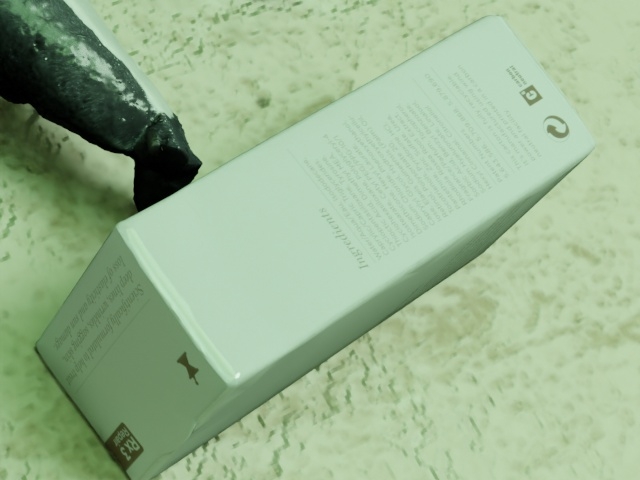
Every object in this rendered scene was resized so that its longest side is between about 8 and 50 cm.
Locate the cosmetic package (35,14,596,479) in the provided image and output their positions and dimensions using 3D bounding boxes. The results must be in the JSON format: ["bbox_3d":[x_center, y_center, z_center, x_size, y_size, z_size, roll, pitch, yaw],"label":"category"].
[{"bbox_3d":[0.000,0.000,0.861,0.231,0.117,0.085,-30,79,-36],"label":"cosmetic package"}]

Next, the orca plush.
[{"bbox_3d":[-0.171,-0.115,0.879,0.287,0.102,0.151,51,9,-4],"label":"orca plush"}]
